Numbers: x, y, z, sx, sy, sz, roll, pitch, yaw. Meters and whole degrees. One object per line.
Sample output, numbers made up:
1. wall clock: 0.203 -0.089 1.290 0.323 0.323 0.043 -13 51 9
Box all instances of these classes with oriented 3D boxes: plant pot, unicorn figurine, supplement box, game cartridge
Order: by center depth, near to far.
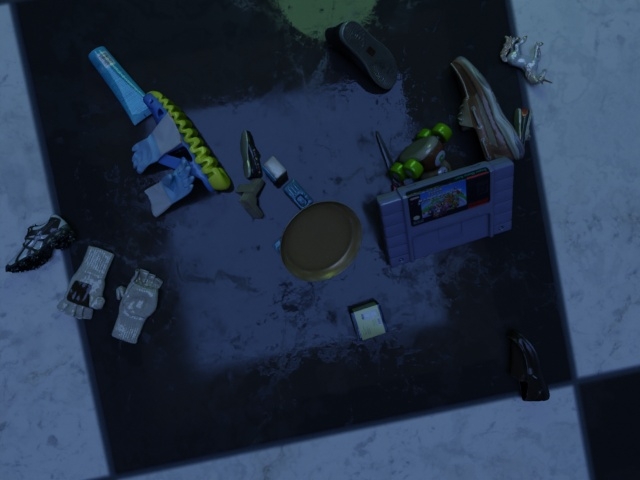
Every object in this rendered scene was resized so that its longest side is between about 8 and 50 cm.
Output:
1. game cartridge: 0.332 -0.071 1.261 0.355 0.068 0.230 -18 133 -1
2. plant pot: 0.000 0.000 1.274 0.237 0.032 0.236 -11 119 -20
3. supplement box: 0.131 0.221 1.319 0.083 0.056 0.083 -18 92 -2
4. unicorn figurine: 0.572 -0.497 1.322 0.162 0.060 0.111 21 91 13

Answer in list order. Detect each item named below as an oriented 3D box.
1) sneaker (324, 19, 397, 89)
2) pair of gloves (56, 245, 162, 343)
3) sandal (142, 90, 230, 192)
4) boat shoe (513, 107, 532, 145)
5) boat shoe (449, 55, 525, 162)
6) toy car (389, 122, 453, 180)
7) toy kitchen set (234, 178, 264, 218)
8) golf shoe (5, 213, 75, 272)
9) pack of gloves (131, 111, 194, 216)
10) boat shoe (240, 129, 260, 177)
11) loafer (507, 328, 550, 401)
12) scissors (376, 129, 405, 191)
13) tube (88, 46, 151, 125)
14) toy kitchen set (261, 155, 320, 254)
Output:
1. sneaker: 0.113 -0.502 1.294 0.222 0.118 0.083 40 89 -32
2. pair of gloves: -0.564 0.149 1.296 0.240 0.042 0.204 28 90 -4
3. sandal: -0.377 -0.243 1.256 0.138 0.126 0.317 -32 91 4
4. boat shoe: 0.562 -0.299 1.329 0.043 0.049 0.136 4 87 -5
5. boat shoe: 0.423 -0.341 1.286 0.117 0.123 0.324 -30 82 24
6. toy car: 0.312 -0.187 1.282 0.188 0.149 0.155 41 80 -15
7. toy kitchen set: -0.188 -0.116 1.313 0.075 0.068 0.083 55 52 -41
8. golf shoe: -0.755 0.010 1.276 0.198 0.077 0.093 -35 78 -5
9. pack of gloves: -0.419 -0.183 1.221 0.232 0.046 0.195 -25 90 41
10. boat shoe: -0.190 -0.235 1.302 0.042 0.049 0.132 -6 85 -30
11. loafer: 0.564 0.355 1.329 0.079 0.080 0.219 -22 93 -2
12. scissors: 0.222 -0.165 1.334 0.109 0.021 0.296 -7 90 -1
13. tube: -0.531 -0.416 1.281 0.080 0.052 0.207 -36 98 4
14. toy kitchen set: -0.112 -0.087 1.268 0.166 0.122 0.207 -43 93 -1
